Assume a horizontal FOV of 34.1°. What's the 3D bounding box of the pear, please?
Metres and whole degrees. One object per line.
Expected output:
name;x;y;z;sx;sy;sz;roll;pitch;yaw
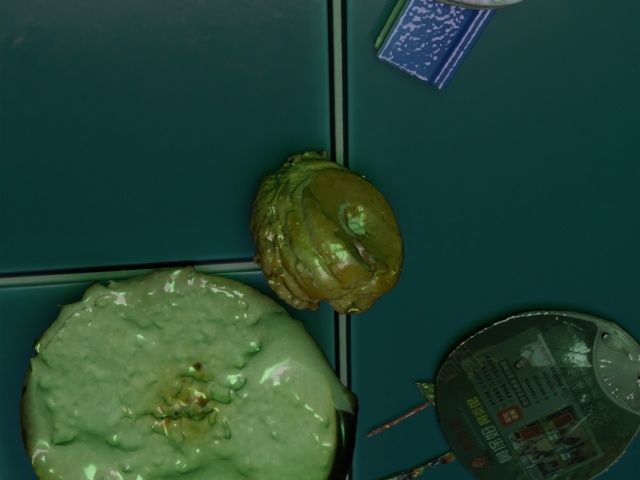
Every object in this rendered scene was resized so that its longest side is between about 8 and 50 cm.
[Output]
pear;-0.112;0.162;0.866;0.266;0.267;0.178;7;151;-9

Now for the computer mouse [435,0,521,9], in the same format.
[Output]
computer mouse;0.120;-0.277;0.691;0.125;0.056;0.245;9;114;-12

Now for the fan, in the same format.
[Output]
fan;0.249;0.156;0.972;0.294;0.012;0.223;-1;120;-4

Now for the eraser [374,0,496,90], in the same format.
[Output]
eraser;0.087;-0.162;0.772;0.063;0.027;0.085;23;114;-19

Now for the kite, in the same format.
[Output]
kite;0.130;0.204;0.998;0.244;0.006;0.198;-32;118;12

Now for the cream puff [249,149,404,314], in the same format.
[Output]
cream puff;0.000;0.000;0.812;0.133;0.119;0.104;43;130;3
